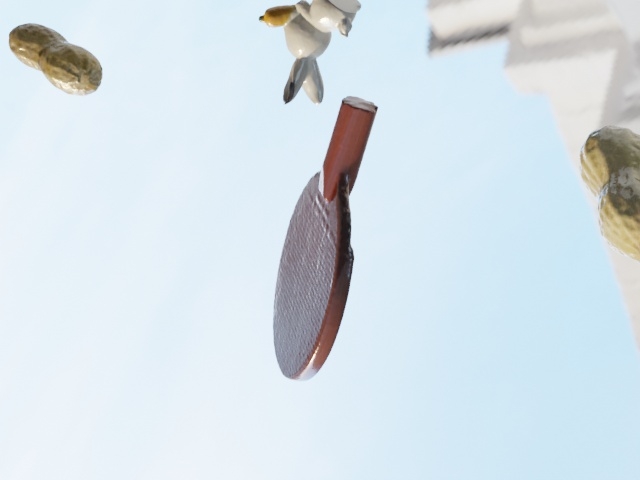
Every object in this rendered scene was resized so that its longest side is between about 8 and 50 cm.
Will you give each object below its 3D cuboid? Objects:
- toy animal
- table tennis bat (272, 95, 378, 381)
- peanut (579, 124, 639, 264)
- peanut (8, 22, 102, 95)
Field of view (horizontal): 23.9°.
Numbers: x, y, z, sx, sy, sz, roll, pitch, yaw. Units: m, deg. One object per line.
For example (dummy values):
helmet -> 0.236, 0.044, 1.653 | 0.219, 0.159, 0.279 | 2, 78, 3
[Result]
toy animal -> -0.024, -0.321, 2.447 | 0.181, 0.131, 0.127 | -50, -134, 33
table tennis bat -> 0.000, 0.000, 2.080 | 0.268, 0.051, 0.414 | -117, -141, -61
peanut -> 0.289, -0.035, 1.376 | 0.082, 0.082, 0.187 | -29, -142, 16
peanut -> -0.444, -0.303, 2.521 | 0.193, 0.089, 0.089 | 31, -105, 27
